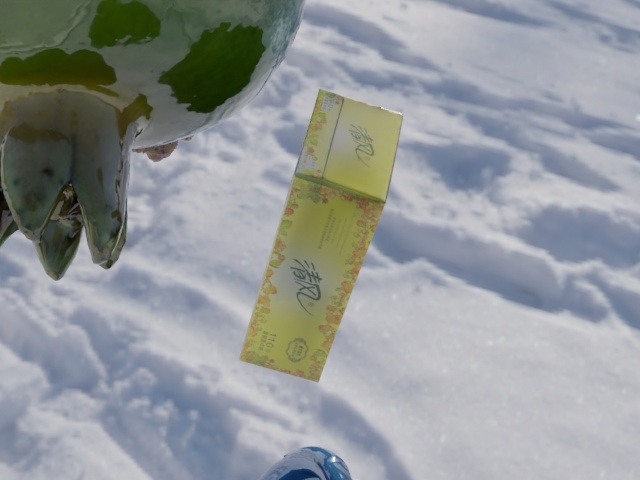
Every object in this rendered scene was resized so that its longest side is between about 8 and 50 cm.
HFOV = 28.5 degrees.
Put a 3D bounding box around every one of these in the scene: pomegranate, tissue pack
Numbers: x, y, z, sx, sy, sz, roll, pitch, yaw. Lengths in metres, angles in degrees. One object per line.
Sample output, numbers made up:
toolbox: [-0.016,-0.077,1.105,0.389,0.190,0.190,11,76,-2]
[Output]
pomegranate: [-0.120,-0.156,0.772,0.216,0.359,0.310,-7,-20,21]
tissue pack: [0.000,0.000,0.838,0.062,0.176,0.095,17,42,-2]

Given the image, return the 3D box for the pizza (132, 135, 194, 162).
pizza: [-0.186,-0.140,1.426,0.058,0.127,0.246,58,1,12]

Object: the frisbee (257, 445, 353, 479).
frisbee: [-0.021,0.226,0.645,0.045,0.242,0.242,18,26,-18]
